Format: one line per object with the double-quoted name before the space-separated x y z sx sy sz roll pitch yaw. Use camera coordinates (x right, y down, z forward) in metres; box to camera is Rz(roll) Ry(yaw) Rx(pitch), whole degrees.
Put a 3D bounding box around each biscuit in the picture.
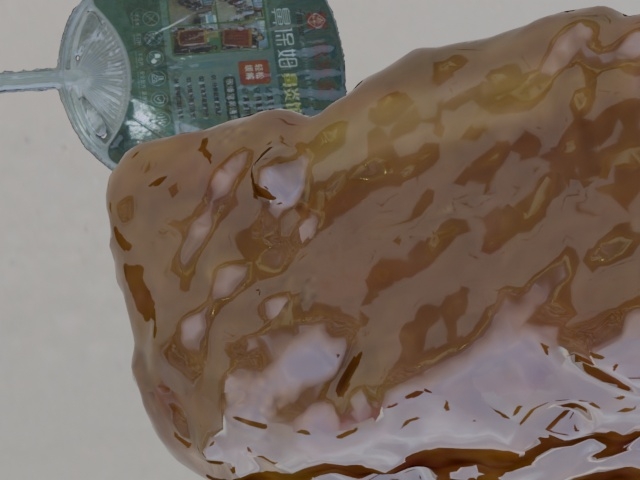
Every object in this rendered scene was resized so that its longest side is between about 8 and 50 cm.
"biscuit" 0.140 0.058 0.803 0.343 0.166 0.395 -17 150 23

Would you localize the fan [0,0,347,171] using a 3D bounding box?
"fan" -0.116 -0.139 1.356 0.294 0.223 0.012 21 155 6
